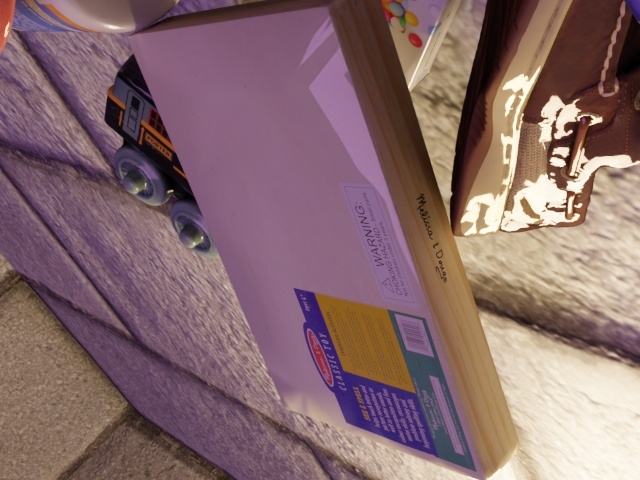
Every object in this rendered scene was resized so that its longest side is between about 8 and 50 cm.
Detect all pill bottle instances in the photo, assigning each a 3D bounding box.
[{"bbox_3d":[-0.248,-0.269,0.841,0.272,0.152,0.152,16,145,48],"label":"pill bottle"}]

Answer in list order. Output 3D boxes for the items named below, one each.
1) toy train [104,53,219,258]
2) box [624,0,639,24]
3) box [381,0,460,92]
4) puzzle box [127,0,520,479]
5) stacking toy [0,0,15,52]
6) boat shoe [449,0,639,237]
[{"bbox_3d":[-0.087,-0.069,0.952,0.334,0.142,0.190,40,148,8],"label":"toy train"},{"bbox_3d":[0.203,-0.143,0.237,0.261,0.103,0.184,-30,101,44],"label":"box"},{"bbox_3d":[0.035,-0.201,0.634,0.145,0.038,0.186,41,158,8],"label":"box"},{"bbox_3d":[0.000,0.000,0.773,0.272,0.052,0.409,9,127,49],"label":"puzzle box"},{"bbox_3d":[-0.312,-0.309,0.693,0.309,0.130,0.279,-52,56,39],"label":"stacking toy"},{"bbox_3d":[0.156,-0.100,0.537,0.123,0.123,0.342,8,150,3],"label":"boat shoe"}]
